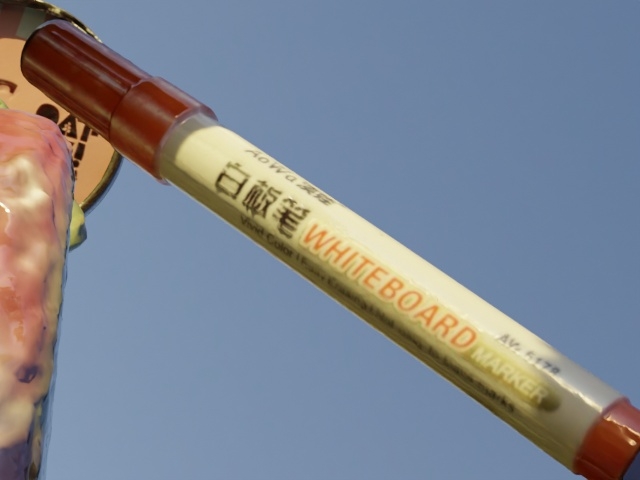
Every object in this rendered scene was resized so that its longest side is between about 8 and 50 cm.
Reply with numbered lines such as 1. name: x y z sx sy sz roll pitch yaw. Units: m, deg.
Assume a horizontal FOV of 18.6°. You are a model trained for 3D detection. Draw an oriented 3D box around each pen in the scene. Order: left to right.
1. pen: 0.000 0.000 0.563 0.239 0.028 0.028 35 -45 27

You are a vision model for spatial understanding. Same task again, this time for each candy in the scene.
1. candy: -0.069 0.025 0.354 0.103 0.043 0.103 -175 -90 -83

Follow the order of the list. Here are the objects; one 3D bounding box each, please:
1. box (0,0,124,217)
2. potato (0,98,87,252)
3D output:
1. box: -0.195 -0.066 1.213 0.135 0.151 0.151 137 -64 -82
2. potato: -0.327 -0.050 0.858 0.280 0.213 0.330 -33 -90 32
